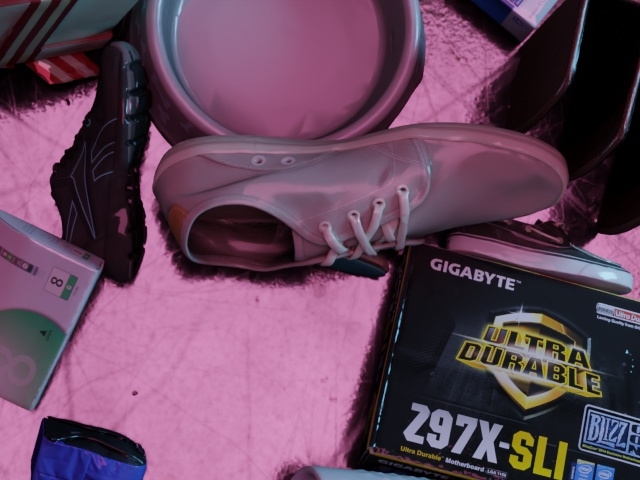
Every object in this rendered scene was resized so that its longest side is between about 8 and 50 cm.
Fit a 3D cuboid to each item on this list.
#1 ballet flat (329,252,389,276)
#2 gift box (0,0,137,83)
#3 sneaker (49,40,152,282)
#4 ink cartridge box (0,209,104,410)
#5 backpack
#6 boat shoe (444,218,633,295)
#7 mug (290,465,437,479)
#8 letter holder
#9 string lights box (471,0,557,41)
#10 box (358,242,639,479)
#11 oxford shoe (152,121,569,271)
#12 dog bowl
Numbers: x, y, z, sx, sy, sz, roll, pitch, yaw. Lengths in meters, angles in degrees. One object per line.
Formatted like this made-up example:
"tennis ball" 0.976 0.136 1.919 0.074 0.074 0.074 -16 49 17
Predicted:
"ballet flat" 0.000 0.000 1.926 0.168 0.057 0.052 12 73 -5
"gift box" -0.320 -0.313 1.836 0.276 0.258 0.255 -8 82 -27
"sneaker" -0.246 -0.086 1.870 0.106 0.101 0.267 6 99 9
"ink cartridge box" -0.373 0.055 1.851 0.225 0.056 0.181 26 103 -4
"backpack" -0.253 0.251 1.850 0.120 0.098 0.101 14 103 -13
"boat shoe" 0.253 0.009 1.938 0.219 0.078 0.070 15 73 -3
"mug" 0.138 0.384 1.735 0.328 0.374 0.276 9 82 -14
"letter holder" 0.299 -0.131 1.847 0.152 0.302 0.214 15 82 -4
"string lights box" 0.180 -0.367 1.977 0.260 0.077 0.133 39 82 0
"box" 0.222 0.163 1.887 0.322 0.079 0.257 15 67 -4
"oxford shoe" 0.043 -0.036 1.833 0.449 0.169 0.130 -2 52 0
"dog bowl" -0.044 -0.235 1.926 0.349 0.102 0.348 1 83 -5
